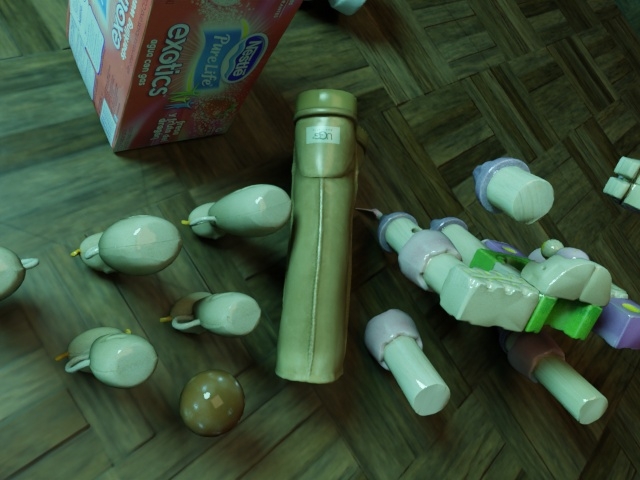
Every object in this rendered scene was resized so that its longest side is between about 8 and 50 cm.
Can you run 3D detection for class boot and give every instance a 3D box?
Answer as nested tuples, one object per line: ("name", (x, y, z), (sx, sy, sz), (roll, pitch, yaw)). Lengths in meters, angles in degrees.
("boot", (0.000, 0.000, 0.556), (0.089, 0.236, 0.270), (2, 86, 10))

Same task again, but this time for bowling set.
("bowling set", (-0.152, 0.070, 0.432), (0.286, 0.154, 0.200), (-13, 95, -37))

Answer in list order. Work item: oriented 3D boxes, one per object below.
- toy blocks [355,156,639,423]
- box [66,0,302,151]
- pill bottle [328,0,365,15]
("toy blocks", (0.217, 0.015, 0.604), (0.288, 0.309, 0.260), (11, 21, -20))
("box", (-0.131, -0.230, 0.459), (0.142, 0.300, 0.154), (-20, 79, -35))
("pill bottle", (-0.041, -0.445, 0.708), (0.264, 0.153, 0.153), (20, 59, -23))
